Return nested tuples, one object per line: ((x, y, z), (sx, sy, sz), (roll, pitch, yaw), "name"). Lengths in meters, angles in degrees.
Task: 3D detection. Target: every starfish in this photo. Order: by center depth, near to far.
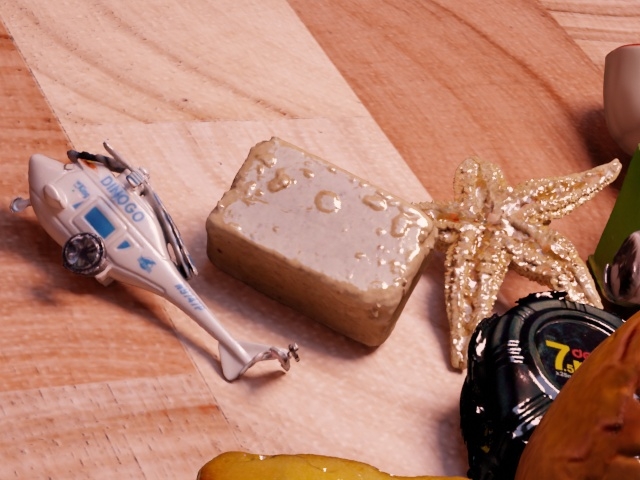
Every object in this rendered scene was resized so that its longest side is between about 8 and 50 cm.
((0.142, 0.008, 1.747), (0.295, 0.048, 0.231), (-8, 53, -7), "starfish")

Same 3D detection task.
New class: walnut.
((0.254, 0.150, 1.413), (0.203, 0.298, 0.203), (26, -3, 2), "walnut")

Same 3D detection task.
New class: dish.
((0.396, -0.117, 1.978), (0.256, 0.117, 0.256), (9, -2, 0), "dish")

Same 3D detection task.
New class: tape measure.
((0.205, 0.138, 1.599), (0.199, 0.112, 0.186), (15, 42, -17), "tape measure")

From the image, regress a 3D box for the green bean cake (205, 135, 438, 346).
((0.000, 0.000, 1.675), (0.179, 0.085, 0.109), (28, 63, 10), "green bean cake")

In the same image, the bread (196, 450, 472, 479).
((0.019, 0.229, 1.407), (0.233, 0.088, 0.161), (13, 30, -6), "bread")

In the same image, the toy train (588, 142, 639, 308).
((0.402, 0.018, 1.809), (0.307, 0.173, 0.249), (10, 30, -13), "toy train")

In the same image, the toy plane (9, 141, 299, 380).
((-0.140, 0.024, 1.630), (0.273, 0.107, 0.182), (49, -6, -3), "toy plane")
